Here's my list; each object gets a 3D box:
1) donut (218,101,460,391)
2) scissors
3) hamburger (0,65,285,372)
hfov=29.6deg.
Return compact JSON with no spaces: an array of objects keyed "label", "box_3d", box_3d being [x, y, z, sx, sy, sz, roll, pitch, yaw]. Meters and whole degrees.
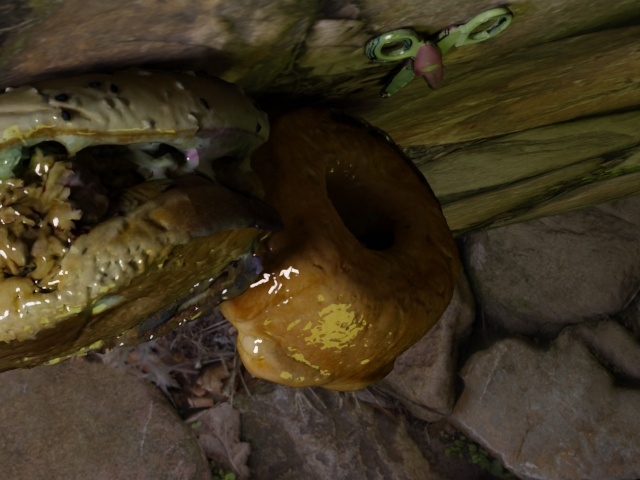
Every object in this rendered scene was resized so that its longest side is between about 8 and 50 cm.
[{"label":"donut","box_3d":[0.000,0.000,1.180,0.150,0.299,0.317,-34,-163,31]},{"label":"scissors","box_3d":[0.097,-0.167,1.119,0.133,0.020,0.187,-12,170,-8]},{"label":"hamburger","box_3d":[-0.201,-0.010,0.953,0.318,0.195,0.276,-23,167,28]}]
